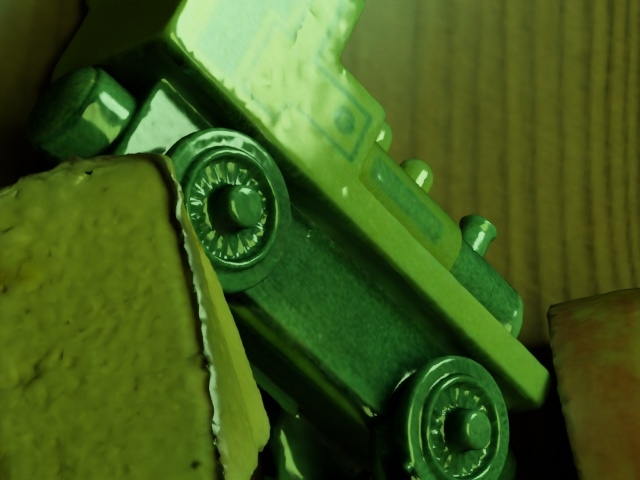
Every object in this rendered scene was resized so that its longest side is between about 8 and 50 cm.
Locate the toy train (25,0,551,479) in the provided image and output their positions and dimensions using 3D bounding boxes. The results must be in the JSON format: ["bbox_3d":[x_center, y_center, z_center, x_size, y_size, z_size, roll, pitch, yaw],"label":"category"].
[{"bbox_3d":[0.000,0.000,1.016,0.369,0.150,0.237,44,54,-28],"label":"toy train"}]

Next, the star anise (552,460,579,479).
[{"bbox_3d":[0.143,0.260,1.118,0.272,0.102,0.272,2,87,-39],"label":"star anise"}]

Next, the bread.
[{"bbox_3d":[-0.164,0.065,0.814,0.135,0.240,0.178,-63,134,-78],"label":"bread"}]

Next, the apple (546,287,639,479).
[{"bbox_3d":[0.265,0.158,1.100,0.314,0.252,0.309,8,55,-21],"label":"apple"}]
